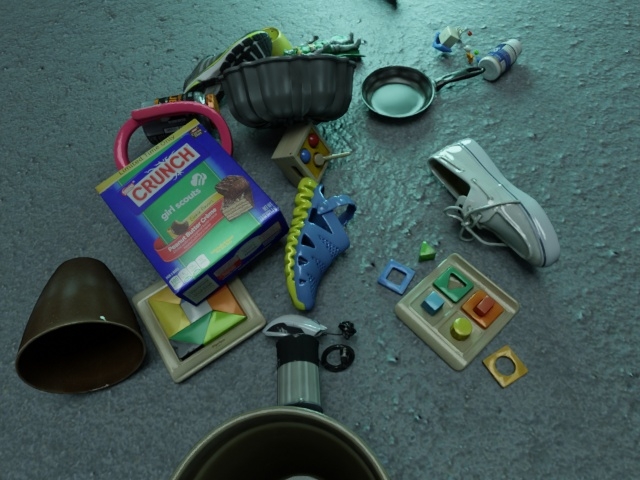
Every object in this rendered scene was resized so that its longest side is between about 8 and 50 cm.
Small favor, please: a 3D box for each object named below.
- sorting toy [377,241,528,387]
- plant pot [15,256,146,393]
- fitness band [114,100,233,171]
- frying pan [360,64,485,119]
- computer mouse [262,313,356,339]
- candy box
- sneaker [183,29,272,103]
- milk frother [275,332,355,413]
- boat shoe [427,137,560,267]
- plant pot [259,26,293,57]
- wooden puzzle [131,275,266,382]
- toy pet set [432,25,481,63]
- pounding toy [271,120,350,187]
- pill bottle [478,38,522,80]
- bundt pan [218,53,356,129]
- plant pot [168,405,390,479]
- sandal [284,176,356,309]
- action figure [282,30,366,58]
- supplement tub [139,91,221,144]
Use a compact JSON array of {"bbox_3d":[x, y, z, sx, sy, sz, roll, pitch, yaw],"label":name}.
[{"bbox_3d":[0.280,0.136,0.936,0.196,0.047,0.348,-40,66,-16],"label":"sorting toy"},{"bbox_3d":[-0.478,0.147,0.926,0.215,0.215,0.230,-22,47,-7],"label":"plant pot"},{"bbox_3d":[-0.362,-0.230,1.135,0.291,0.054,0.208,-11,99,-1],"label":"fitness band"},{"bbox_3d":[0.258,-0.429,1.248,0.326,0.053,0.197,-32,63,-15],"label":"frying pan"},{"bbox_3d":[-0.024,0.171,0.919,0.193,0.106,0.042,0,85,11],"label":"computer mouse"},{"bbox_3d":[-0.271,-0.067,0.988,0.268,0.122,0.317,-40,69,-10],"label":"candy box"},{"bbox_3d":[-0.268,-0.483,1.264,0.300,0.111,0.121,-34,55,6],"label":"sneaker"},{"bbox_3d":[-0.006,0.255,0.846,0.143,0.129,0.134,-11,49,7],"label":"milk frother"},{"bbox_3d":[0.343,-0.073,0.997,0.157,0.135,0.367,-22,59,-7],"label":"boat shoe"},{"bbox_3d":[-0.143,-0.554,1.327,0.134,0.095,0.134,-2,62,4],"label":"plant pot"},{"bbox_3d":[-0.265,0.146,0.982,0.221,0.044,0.238,-33,63,-12],"label":"wooden puzzle"},{"bbox_3d":[0.384,-0.550,1.312,0.114,0.065,0.122,10,60,-29],"label":"toy pet set"},{"bbox_3d":[-0.019,-0.205,1.112,0.100,0.141,0.130,1,57,38],"label":"pounding toy"},{"bbox_3d":[0.494,-0.498,1.254,0.120,0.067,0.067,-41,66,-16],"label":"pill bottle"},{"bbox_3d":[-0.070,-0.344,1.109,0.331,0.331,0.124,-7,98,2],"label":"bundt pan"},{"bbox_3d":[-0.045,0.431,0.671,0.323,0.280,0.323,-2,62,4],"label":"plant pot"},{"bbox_3d":[0.000,0.000,0.999,0.138,0.126,0.317,7,63,4],"label":"sandal"},{"bbox_3d":[0.000,-0.548,1.316,0.232,0.063,0.137,-20,49,-17],"label":"action figure"},{"bbox_3d":[-0.364,-0.324,1.208,0.191,0.117,0.117,-12,61,-1],"label":"supplement tub"}]
